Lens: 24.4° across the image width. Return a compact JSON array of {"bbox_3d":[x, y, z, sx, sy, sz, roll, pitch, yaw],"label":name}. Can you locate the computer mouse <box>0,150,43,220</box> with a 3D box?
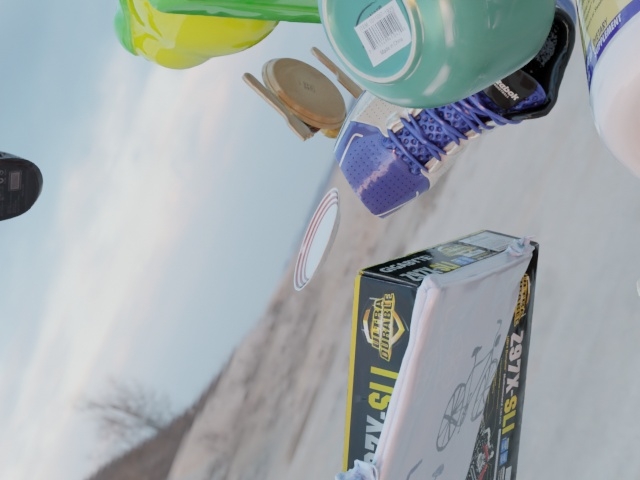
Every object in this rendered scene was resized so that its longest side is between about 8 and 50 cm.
[{"bbox_3d":[-0.458,-0.090,1.716,0.060,0.262,0.184,-121,26,-42],"label":"computer mouse"}]

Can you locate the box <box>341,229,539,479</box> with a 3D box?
[{"bbox_3d":[0.123,0.169,1.514,0.257,0.079,0.322,-18,-65,-55],"label":"box"}]

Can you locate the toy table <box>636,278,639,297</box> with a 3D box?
[{"bbox_3d":[0.528,0.038,1.776,0.161,0.252,0.274,50,155,41],"label":"toy table"}]

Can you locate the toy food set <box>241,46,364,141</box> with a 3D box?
[{"bbox_3d":[-0.021,-0.173,1.828,0.038,0.132,0.192,-51,-12,32],"label":"toy food set"}]

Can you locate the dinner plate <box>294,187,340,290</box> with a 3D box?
[{"bbox_3d":[0.000,0.000,1.897,0.141,0.017,0.141,-159,90,-79],"label":"dinner plate"}]

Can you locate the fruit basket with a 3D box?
[{"bbox_3d":[-0.074,-0.328,1.529,0.392,0.392,0.283,-80,-13,-87],"label":"fruit basket"}]

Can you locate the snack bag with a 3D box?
[{"bbox_3d":[0.080,0.166,1.199,0.323,0.037,0.342,-14,-59,-68],"label":"snack bag"}]

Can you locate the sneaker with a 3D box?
[{"bbox_3d":[0.149,-0.155,1.560,0.315,0.127,0.182,-41,9,7],"label":"sneaker"}]

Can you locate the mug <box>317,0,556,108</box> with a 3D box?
[{"bbox_3d":[0.061,-0.155,0.872,0.097,0.129,0.157,-30,-45,-36],"label":"mug"}]

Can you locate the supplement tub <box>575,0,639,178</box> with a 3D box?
[{"bbox_3d":[0.312,-0.224,1.135,0.241,0.241,0.331,111,162,-53],"label":"supplement tub"}]
